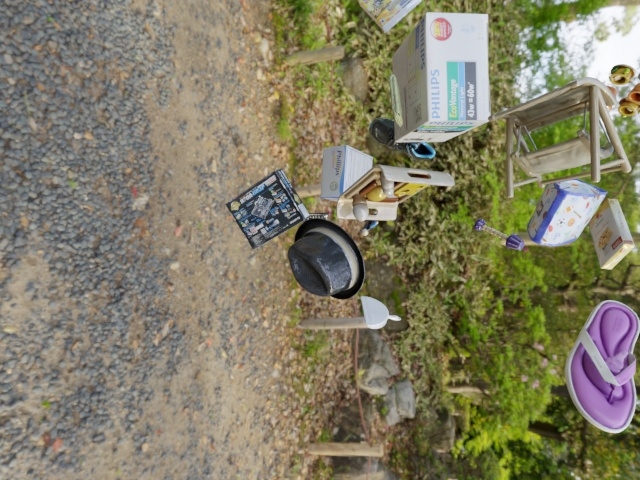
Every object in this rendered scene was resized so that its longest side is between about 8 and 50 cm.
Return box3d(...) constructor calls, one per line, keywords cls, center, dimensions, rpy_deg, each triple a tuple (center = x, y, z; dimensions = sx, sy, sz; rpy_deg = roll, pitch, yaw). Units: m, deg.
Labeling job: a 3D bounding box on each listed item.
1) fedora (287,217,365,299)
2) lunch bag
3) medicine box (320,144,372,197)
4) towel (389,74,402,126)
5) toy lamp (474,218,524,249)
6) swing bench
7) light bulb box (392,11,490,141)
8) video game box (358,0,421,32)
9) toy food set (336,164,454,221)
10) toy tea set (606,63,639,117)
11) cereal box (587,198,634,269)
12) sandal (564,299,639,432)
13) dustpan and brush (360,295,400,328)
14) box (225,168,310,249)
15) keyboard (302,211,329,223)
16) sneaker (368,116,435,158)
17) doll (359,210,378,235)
box3d(cls="fedora", center=(-0.006, 0.087, 1.458), dimensions=(0.153, 0.334, 0.333), rpy_deg=(-28, 114, -47))
box3d(cls="lunch bag", center=(1.304, -0.157, 2.178), dimensions=(0.386, 0.239, 0.327), rpy_deg=(-14, 129, -39))
box3d(cls="medicine box", center=(0.143, -0.337, 2.127), dimensions=(0.289, 0.149, 0.263), rpy_deg=(5, 88, -55))
box3d(cls="towel", center=(0.248, -0.459, 1.326), dimensions=(0.110, 0.027, 0.148), rpy_deg=(11, 73, -72))
box3d(cls="toy lamp", center=(0.929, -0.029, 2.088), dimensions=(0.275, 0.080, 0.080), rpy_deg=(43, -26, 53))
box3d(cls="swing bench", center=(0.629, -0.269, 1.077), dimensions=(0.253, 0.165, 0.254), rpy_deg=(-7, -81, 63))
box3d(cls="light bulb box", center=(0.424, -0.569, 1.471), dimensions=(0.361, 0.226, 0.357), rpy_deg=(-156, -117, -81))
box3d(cls="video game box", center=(0.275, -0.935, 1.541), dimensions=(0.187, 0.205, 0.048), rpy_deg=(59, 16, 24))
box3d(cls="toy food set", center=(0.203, -0.121, 1.161), dimensions=(0.306, 0.220, 0.092), rpy_deg=(147, -59, -64))
box3d(cls="toy tea set", center=(1.216, -0.584, 1.611), dimensions=(0.124, 0.200, 0.336), rpy_deg=(-58, 160, -3))
box3d(cls="cereal box", center=(1.175, -0.026, 1.635), dimensions=(0.173, 0.048, 0.240), rpy_deg=(86, 13, -53))
box3d(cls="sandal", center=(0.789, 0.312, 1.107), dimensions=(0.416, 0.170, 0.102), rpy_deg=(-54, 153, -35))
box3d(cls="dustpan and brush", center=(0.270, 0.325, 1.757), dimensions=(0.060, 0.211, 0.147), rpy_deg=(119, -28, -46))
box3d(cls="box", center=(-0.168, -0.095, 1.262), dimensions=(0.175, 0.220, 0.051), rpy_deg=(59, 26, -5))
box3d(cls="keyboard", center=(0.000, 0.000, 1.924), dimensions=(0.033, 0.202, 0.317), rpy_deg=(-112, -155, -47))
box3d(cls="sneaker", center=(0.387, -0.475, 1.869), dimensions=(0.125, 0.341, 0.139), rpy_deg=(-67, -160, 10))
box3d(cls="doll", center=(0.258, -0.082, 2.161), dimensions=(0.046, 0.129, 0.189), rpy_deg=(50, 37, -16))
